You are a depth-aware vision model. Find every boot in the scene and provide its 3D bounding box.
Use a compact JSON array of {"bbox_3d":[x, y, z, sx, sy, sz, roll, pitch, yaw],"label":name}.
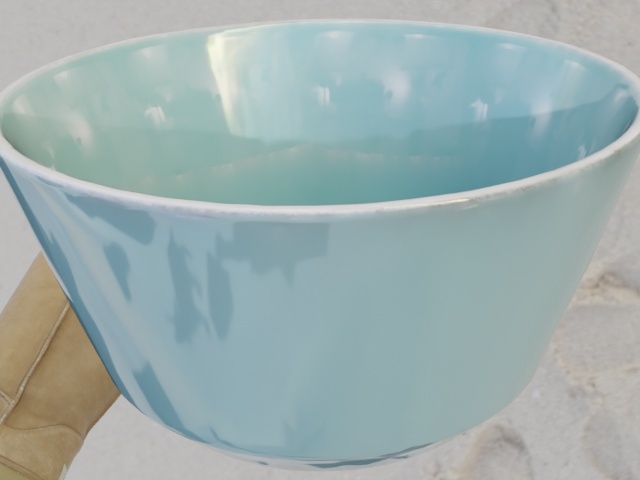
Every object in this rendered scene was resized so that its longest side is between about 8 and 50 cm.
[{"bbox_3d":[-0.259,0.079,0.917,0.236,0.269,0.089,34,132,-10],"label":"boot"}]

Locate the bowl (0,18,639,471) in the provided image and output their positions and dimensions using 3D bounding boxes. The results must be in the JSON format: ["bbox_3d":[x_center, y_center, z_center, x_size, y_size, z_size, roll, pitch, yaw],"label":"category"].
[{"bbox_3d":[0.000,0.000,0.574,0.311,0.311,0.163,17,119,36],"label":"bowl"}]
